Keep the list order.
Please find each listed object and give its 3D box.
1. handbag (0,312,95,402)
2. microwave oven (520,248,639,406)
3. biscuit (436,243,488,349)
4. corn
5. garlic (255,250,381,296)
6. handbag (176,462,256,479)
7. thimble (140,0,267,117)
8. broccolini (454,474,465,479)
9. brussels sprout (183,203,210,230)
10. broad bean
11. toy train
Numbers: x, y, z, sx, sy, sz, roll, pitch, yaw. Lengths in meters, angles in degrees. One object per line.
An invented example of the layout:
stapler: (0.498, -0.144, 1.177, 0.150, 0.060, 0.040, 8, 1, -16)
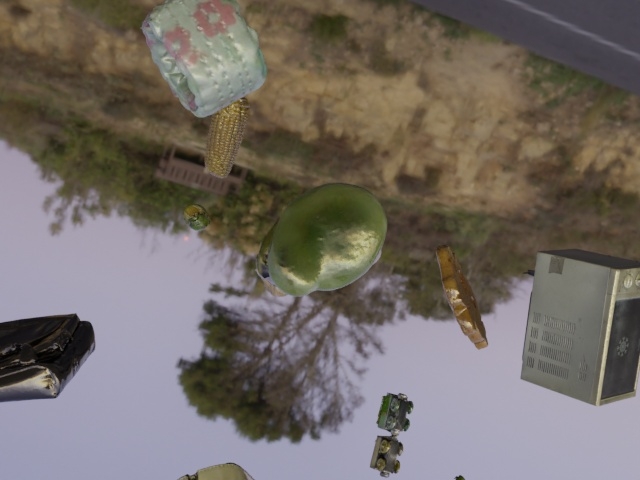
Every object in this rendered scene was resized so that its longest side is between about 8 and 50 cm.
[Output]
handbag: (-0.513, 0.196, 1.319, 0.275, 0.088, 0.244, -6, -166, 1)
microwave oven: (0.470, 0.147, 1.481, 0.145, 0.240, 0.194, -2, -169, -38)
biscuit: (0.277, 0.116, 1.634, 0.249, 0.035, 0.184, 51, -155, -50)
corn: (-0.245, -0.280, 2.159, 0.097, 0.261, 0.097, 13, -146, -9)
garlic: (0.010, 0.032, 1.782, 0.279, 0.132, 0.325, -29, -172, -33)
handbag: (-0.136, 0.572, 1.347, 0.160, 0.236, 0.358, -16, -129, -5)
thimble: (-0.202, -0.332, 1.427, 0.185, 0.149, 0.211, 38, 157, 53)
broccolini: (0.283, 0.620, 1.690, 0.123, 0.271, 0.062, 24, 156, -21)
brussels sprout: (-0.235, -0.039, 1.586, 0.051, 0.046, 0.083, 25, -167, -24)
broad bean: (0.000, 0.000, 1.361, 0.228, 0.169, 0.100, -21, 179, -2)
toy train: (0.169, 0.468, 2.007, 0.060, 0.202, 0.081, 18, 169, -23)
